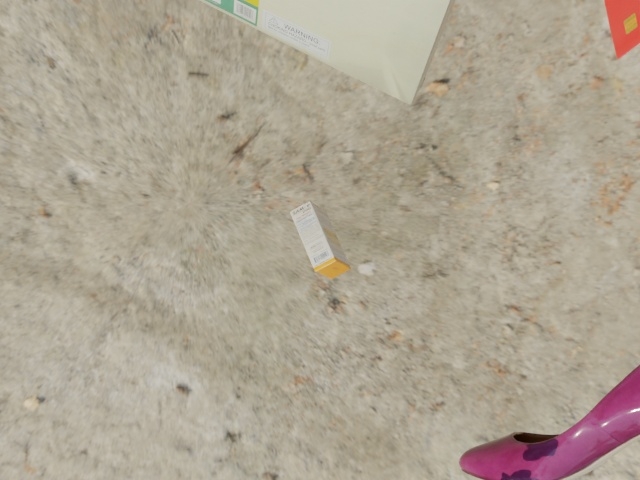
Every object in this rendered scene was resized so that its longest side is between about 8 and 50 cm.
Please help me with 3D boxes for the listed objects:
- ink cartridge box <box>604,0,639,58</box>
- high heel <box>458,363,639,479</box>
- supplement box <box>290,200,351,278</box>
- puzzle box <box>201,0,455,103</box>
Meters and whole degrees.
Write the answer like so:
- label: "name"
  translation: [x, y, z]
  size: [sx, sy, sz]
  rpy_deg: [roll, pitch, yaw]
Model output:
- label: "ink cartridge box"
  translation: [0.507, -0.468, 1.360]
  size: [0.066, 0.296, 0.261]
  rpy_deg: [1, 74, -19]
- label: "high heel"
  translation: [0.355, 0.234, 1.193]
  size: [0.377, 0.127, 0.181]
  rpy_deg: [-13, 82, 29]
- label: "supplement box"
  translation: [0.000, 0.000, 1.229]
  size: [0.036, 0.062, 0.098]
  rpy_deg: [-29, 68, 14]
- label: "puzzle box"
  translation: [-0.029, -0.351, 1.097]
  size: [0.409, 0.272, 0.052]
  rpy_deg: [28, 66, 5]
